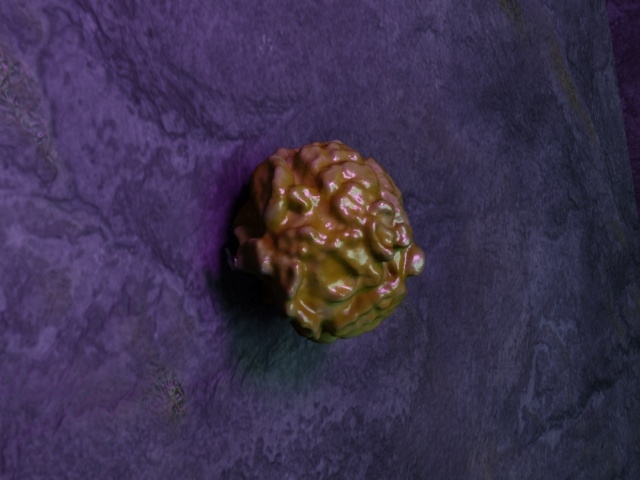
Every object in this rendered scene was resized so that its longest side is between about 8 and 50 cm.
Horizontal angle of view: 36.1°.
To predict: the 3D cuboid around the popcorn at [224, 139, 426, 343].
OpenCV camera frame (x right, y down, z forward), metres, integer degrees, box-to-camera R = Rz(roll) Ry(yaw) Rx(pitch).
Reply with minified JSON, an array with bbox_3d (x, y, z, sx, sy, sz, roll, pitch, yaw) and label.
[{"bbox_3d":[-0.003,0.006,1.174,0.225,0.249,0.249,-31,120,-19],"label":"popcorn"}]
